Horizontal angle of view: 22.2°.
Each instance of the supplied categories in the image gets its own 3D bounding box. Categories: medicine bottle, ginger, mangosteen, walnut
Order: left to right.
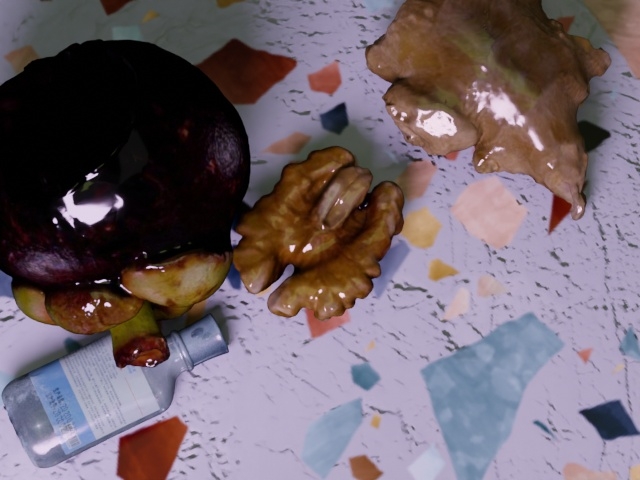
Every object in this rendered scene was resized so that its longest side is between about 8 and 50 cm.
[{"bbox_3d":[-0.189,-0.036,1.451,0.287,0.233,0.288,-6,63,12],"label":"mangosteen"},{"bbox_3d":[-0.187,0.131,1.510,0.208,0.054,0.090,-25,73,-9],"label":"medicine bottle"},{"bbox_3d":[0.000,0.000,1.536,0.143,0.069,0.170,38,77,12],"label":"walnut"},{"bbox_3d":[0.171,-0.140,1.542,0.218,0.123,0.270,-26,76,-9],"label":"ginger"}]
